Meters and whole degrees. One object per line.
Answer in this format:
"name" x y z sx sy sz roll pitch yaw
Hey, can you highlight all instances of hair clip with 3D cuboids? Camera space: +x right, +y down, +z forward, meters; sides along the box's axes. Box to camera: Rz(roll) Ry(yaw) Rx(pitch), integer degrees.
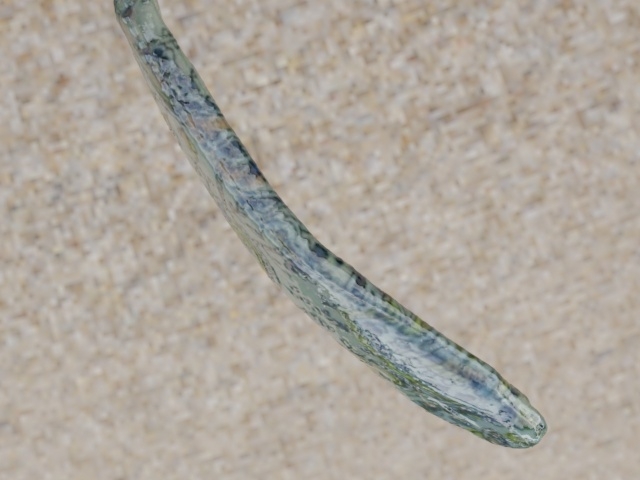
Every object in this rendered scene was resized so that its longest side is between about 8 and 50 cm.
"hair clip" -0.001 0.002 0.640 0.036 0.229 0.066 -46 -166 -14
